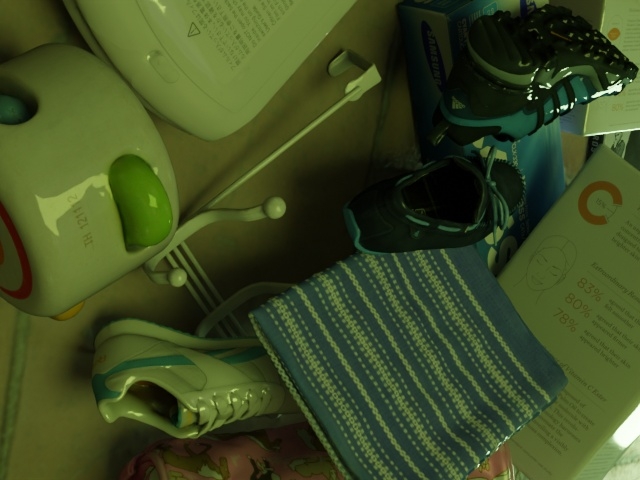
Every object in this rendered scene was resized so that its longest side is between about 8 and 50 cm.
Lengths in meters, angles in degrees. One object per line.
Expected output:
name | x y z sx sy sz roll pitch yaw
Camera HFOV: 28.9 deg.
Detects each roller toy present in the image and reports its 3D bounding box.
roller toy | -0.220 -0.043 0.977 0.146 0.209 0.191 -34 88 -30

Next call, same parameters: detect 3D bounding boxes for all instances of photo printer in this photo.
photo printer | -0.081 -0.258 1.081 0.307 0.107 0.256 -51 133 -15

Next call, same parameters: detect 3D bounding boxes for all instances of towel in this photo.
towel | 0.100 0.111 1.209 0.336 0.040 0.243 -27 82 -49

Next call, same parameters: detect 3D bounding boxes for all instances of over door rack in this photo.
over door rack | 0.000 0.000 1.261 0.324 0.108 0.239 -47 133 -20

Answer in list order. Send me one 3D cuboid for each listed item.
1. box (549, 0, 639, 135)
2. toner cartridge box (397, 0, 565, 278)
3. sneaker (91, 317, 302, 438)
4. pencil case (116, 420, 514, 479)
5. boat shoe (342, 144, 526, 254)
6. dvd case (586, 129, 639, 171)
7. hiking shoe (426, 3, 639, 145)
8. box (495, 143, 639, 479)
box | 0.333 -0.222 1.501 0.130 0.091 0.171 -9 113 -41
toner cartridge box | 0.193 -0.130 1.416 0.165 0.075 0.348 -33 126 -31
sneaker | -0.101 0.141 1.164 0.228 0.092 0.087 8 135 -13
pencil case | -0.002 0.256 1.247 0.386 0.167 0.160 -7 119 -23
boat shoe | 0.138 -0.035 1.256 0.258 0.089 0.109 -24 86 -46
dvd case | 0.425 -0.173 1.653 0.179 0.029 0.239 -11 113 -41
hiking shoe | 0.223 -0.171 1.322 0.304 0.113 0.132 -7 141 -48
box | 0.318 0.099 1.441 0.345 0.215 0.168 -53 155 10
